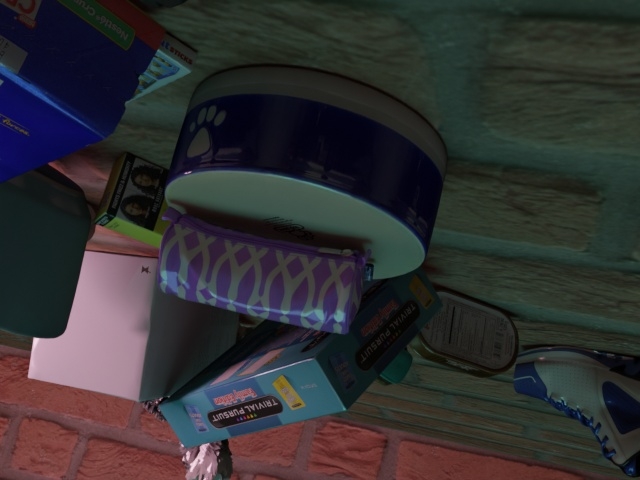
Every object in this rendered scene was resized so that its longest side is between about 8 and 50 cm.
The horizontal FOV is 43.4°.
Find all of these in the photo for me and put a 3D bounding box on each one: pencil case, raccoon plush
[{"bbox_3d":[-0.054,0.030,0.779,0.206,0.086,0.088,10,127,5],"label":"pencil case"},{"bbox_3d":[-0.225,0.296,1.532,0.216,0.446,0.299,-21,149,15],"label":"raccoon plush"}]

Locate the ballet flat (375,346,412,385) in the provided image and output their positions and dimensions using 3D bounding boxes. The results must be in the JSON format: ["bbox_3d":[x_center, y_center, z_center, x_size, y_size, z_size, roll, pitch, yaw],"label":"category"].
[{"bbox_3d":[0.065,0.168,1.406,0.124,0.116,0.342,26,172,27],"label":"ballet flat"}]

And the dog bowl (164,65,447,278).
[{"bbox_3d":[-0.015,-0.055,0.794,0.265,0.104,0.265,13,161,4],"label":"dog bowl"}]

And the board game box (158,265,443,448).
[{"bbox_3d":[-0.030,0.162,1.109,0.336,0.254,0.079,-24,99,43],"label":"board game box"}]

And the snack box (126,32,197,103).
[{"bbox_3d":[-0.190,-0.158,0.750,0.064,0.022,0.178,30,155,-34],"label":"snack box"}]

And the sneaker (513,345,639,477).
[{"bbox_3d":[0.456,0.277,1.287,0.315,0.182,0.127,1,156,34],"label":"sneaker"}]

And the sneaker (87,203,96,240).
[{"bbox_3d":[-0.449,-0.043,1.177,0.235,0.090,0.095,23,169,-20],"label":"sneaker"}]

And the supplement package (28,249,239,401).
[{"bbox_3d":[-0.272,0.124,1.241,0.198,0.199,0.263,6,177,22],"label":"supplement package"}]

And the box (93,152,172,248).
[{"bbox_3d":[-0.161,-0.022,1.021,0.232,0.087,0.058,25,158,-26],"label":"box"}]

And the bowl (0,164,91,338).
[{"bbox_3d":[-0.399,-0.035,0.948,0.311,0.163,0.311,31,179,1],"label":"bowl"}]

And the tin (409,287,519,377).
[{"bbox_3d":[0.208,0.133,1.175,0.190,0.106,0.040,20,153,-19],"label":"tin"}]

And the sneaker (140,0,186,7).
[{"bbox_3d":[-0.045,-0.211,0.431,0.267,0.101,0.106,-8,129,50],"label":"sneaker"}]

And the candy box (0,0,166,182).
[{"bbox_3d":[-0.331,-0.166,0.656,0.268,0.122,0.317,35,154,-34],"label":"candy box"}]
